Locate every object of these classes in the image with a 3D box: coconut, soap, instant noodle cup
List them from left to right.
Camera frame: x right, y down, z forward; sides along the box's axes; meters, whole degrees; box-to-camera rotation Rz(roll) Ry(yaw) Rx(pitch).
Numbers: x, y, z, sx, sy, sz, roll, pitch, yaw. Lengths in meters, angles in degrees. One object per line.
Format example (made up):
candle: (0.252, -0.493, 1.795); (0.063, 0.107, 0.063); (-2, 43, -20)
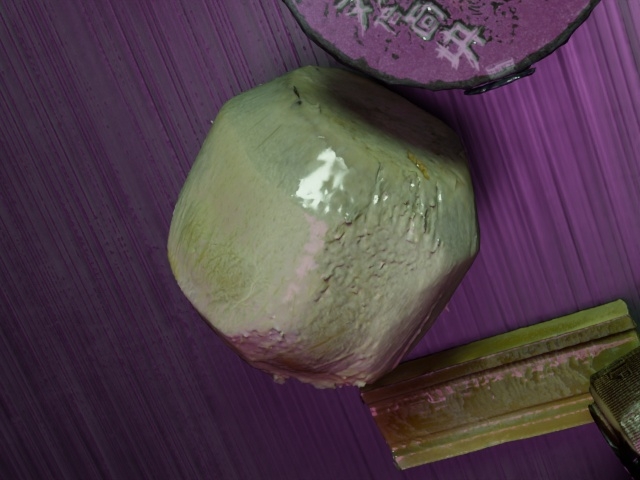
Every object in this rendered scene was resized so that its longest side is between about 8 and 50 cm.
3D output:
coconut: (0.001, 0.001, 0.757); (0.227, 0.227, 0.230); (29, 118, 3)
instant noodle cup: (0.088, -0.223, 0.643); (0.218, 0.207, 0.217); (5, 114, 12)
soap: (0.164, 0.131, 0.867); (0.252, 0.037, 0.092); (-20, 107, 22)

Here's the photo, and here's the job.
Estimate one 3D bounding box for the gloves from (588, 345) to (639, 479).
gloves: (0.354, 0.068, 0.727); (0.331, 0.141, 0.154); (-37, 89, 20)
